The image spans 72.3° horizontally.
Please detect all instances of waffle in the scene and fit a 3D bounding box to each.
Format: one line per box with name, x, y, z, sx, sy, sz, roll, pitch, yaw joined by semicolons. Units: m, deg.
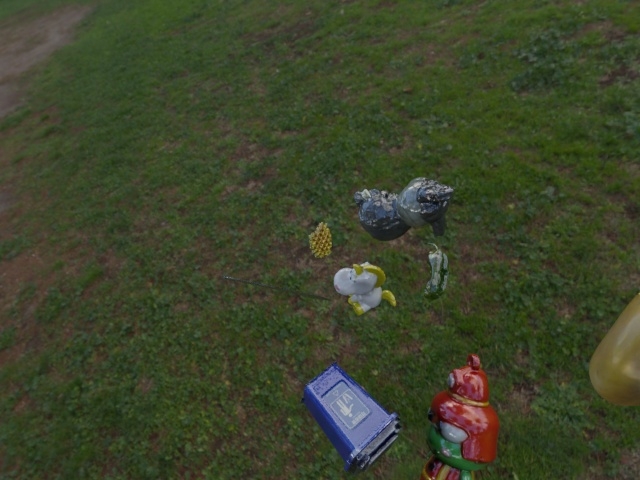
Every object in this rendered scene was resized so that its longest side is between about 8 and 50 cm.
waffle;0.000;0.002;0.999;0.016;0.078;0.085;-7;17;38

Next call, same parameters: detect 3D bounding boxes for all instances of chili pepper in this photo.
chili pepper;0.353;0.079;1.334;0.073;0.072;0.204;0;58;23

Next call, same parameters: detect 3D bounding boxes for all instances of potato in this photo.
potato;0.536;0.172;0.705;0.150;0.234;0.146;20;17;-14

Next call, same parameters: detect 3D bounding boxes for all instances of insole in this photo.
insole;-0.124;0.137;1.243;0.322;0.109;0.007;11;77;5

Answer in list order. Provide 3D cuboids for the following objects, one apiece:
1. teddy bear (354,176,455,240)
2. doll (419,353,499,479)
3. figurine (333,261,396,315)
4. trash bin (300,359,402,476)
teddy bear;0.230;-0.078;1.099;0.250;0.171;0.144;-12;43;29
doll;0.342;0.454;1.056;0.160;0.363;0.182;8;1;-7
figurine;0.104;0.104;1.068;0.129;0.178;0.109;-5;50;28
trash bin;0.069;0.446;1.102;0.162;0.184;0.234;-32;60;-27
